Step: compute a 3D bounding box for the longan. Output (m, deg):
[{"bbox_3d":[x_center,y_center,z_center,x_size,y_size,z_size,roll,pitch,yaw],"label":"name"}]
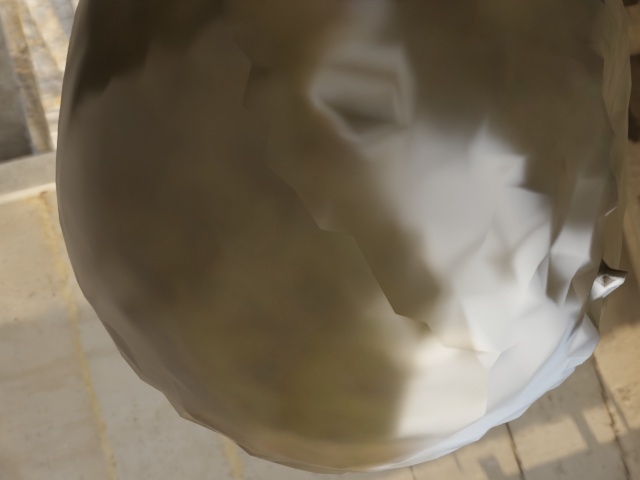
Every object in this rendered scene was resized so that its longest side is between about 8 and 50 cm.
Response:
[{"bbox_3d":[0.024,-0.052,0.566,0.436,0.404,0.404,105,-30,-53],"label":"longan"}]
